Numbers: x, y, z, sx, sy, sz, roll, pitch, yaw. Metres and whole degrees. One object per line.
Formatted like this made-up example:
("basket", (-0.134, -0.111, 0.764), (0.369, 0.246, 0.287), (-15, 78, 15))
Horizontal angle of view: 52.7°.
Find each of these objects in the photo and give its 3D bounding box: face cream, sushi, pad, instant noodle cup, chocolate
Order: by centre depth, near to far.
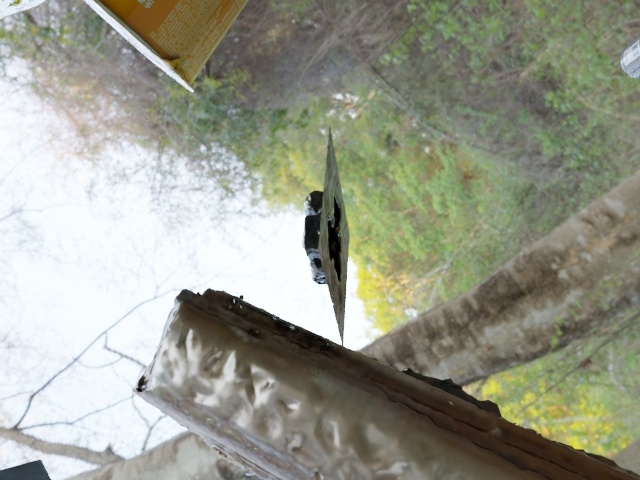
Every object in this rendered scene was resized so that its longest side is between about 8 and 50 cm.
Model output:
("chocolate", (0.037, 0.107, 0.323), (0.329, 0.102, 0.065), (21, 160, 29))
("instant noodle cup", (-0.190, -0.318, 0.801), (0.216, 0.172, 0.216), (41, 180, 0))
("sushi", (0.000, 0.000, 0.895), (0.231, 0.047, 0.219), (76, -165, -49))
("pad", (-0.525, 0.410, 1.026), (0.004, 0.193, 0.116), (-116, 17, -53))
("face cream", (0.606, -0.356, 1.079), (0.073, 0.073, 0.283), (49, 173, 3))

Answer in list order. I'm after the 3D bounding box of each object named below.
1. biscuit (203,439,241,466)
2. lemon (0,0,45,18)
("biscuit", (-0.109, 0.323, 1.278), (0.306, 0.038, 0.305), (13, -146, -9))
("lemon", (-0.254, -0.293, 0.333), (0.350, 0.350, 0.387), (45, 167, -7))
